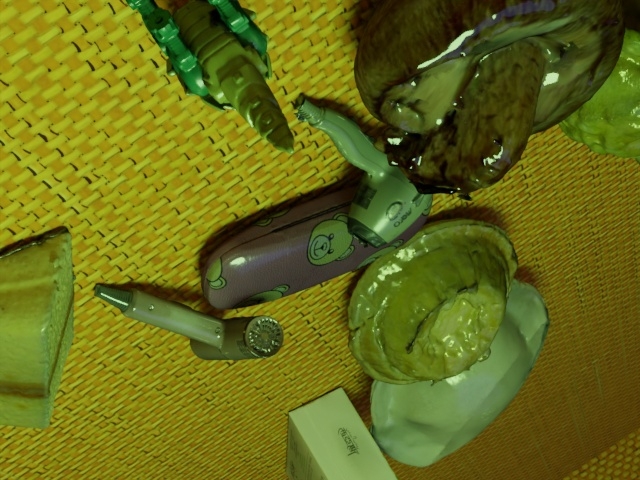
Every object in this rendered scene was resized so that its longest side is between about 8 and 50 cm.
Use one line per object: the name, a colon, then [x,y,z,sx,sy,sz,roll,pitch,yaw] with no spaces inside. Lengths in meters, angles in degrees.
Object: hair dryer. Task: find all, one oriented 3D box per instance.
hair dryer: [-0.181,0.099,1.428,0.220,0.054,0.195,16,167,-22]
hair dryer: [0.090,-0.130,1.356,0.219,0.088,0.225,-40,127,-17]

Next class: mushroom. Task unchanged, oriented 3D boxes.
mushroom: [0.159,-0.182,1.207,0.263,0.195,0.283,19,107,-47]

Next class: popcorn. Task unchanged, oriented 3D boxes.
popcorn: [0.393,-0.207,1.388,0.241,0.235,0.250,19,106,-29]

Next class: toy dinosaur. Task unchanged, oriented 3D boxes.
toy dinosaur: [-0.082,-0.152,0.980,0.094,0.259,0.153,-37,125,1]

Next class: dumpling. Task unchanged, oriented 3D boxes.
dumpling: [0.199,0.205,1.906,0.341,0.181,0.260,-36,134,28]

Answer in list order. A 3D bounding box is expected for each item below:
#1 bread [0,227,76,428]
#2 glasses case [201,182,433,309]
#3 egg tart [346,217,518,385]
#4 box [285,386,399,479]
bread: [-0.363,0.092,1.273,0.178,0.135,0.240,8,143,-5]
glasses case: [0.000,0.000,1.456,0.316,0.076,0.123,-21,150,-22]
egg tart: [0.176,0.102,1.696,0.290,0.115,0.290,-18,131,-21]
box: [0.031,0.397,1.993,0.111,0.194,0.260,-25,152,-16]
